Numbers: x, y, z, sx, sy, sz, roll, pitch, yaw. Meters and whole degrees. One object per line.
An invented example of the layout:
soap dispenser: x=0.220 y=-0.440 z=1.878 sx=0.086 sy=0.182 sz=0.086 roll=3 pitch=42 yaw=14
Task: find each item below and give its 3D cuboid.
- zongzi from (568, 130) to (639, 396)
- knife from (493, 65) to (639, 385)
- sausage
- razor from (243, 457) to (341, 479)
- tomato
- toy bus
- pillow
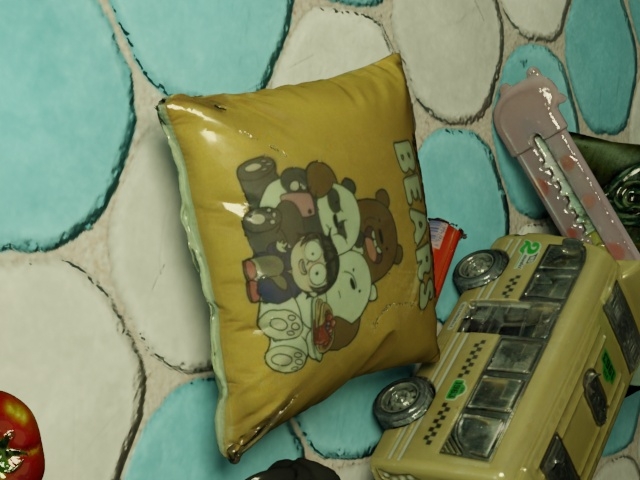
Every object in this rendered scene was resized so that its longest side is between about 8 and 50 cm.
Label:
zongzi: x=0.453 y=0.047 z=1.412 sx=0.362 sy=0.319 sz=0.383 roll=-7 pitch=112 yaw=-58
knife: x=0.316 y=-0.015 z=1.249 sx=0.398 sy=0.132 sz=0.038 roll=62 pitch=21 yaw=5
sausage: x=0.112 y=0.047 z=1.123 sx=0.050 sy=0.048 sz=0.145 roll=39 pitch=62 yaw=-33
razor: x=-0.023 y=0.362 z=0.897 sx=0.204 sy=0.113 sz=0.349 roll=-42 pitch=122 yaw=-40
tomato: x=-0.229 y=0.143 z=0.703 sx=0.087 sy=0.075 sz=0.087 roll=3 pitch=84 yaw=-34
toy bus: x=0.213 y=0.158 z=1.120 sx=0.365 sy=0.202 sz=0.177 roll=-55 pitch=127 yaw=-37
pillow: x=0.000 y=0.000 z=0.938 sx=0.312 sy=0.119 sz=0.310 roll=-18 pitch=99 yaw=-48
